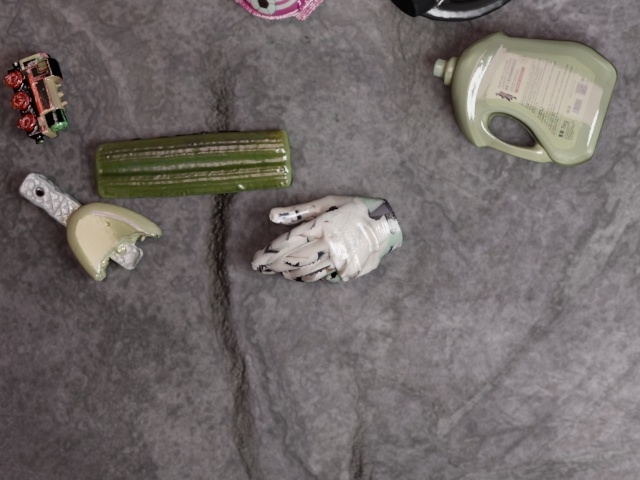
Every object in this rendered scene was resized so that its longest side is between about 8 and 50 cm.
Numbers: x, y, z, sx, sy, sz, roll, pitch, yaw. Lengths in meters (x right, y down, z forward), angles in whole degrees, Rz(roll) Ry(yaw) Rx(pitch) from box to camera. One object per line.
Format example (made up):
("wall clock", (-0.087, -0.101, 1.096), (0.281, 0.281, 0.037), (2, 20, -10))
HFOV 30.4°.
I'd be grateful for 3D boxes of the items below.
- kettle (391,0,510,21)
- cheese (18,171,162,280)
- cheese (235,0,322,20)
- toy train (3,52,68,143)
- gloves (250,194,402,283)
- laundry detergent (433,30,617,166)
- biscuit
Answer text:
("kettle", (0.193, -0.464, 1.674), (0.271, 0.207, 0.250), (-39, 73, -1))
("cheese", (-0.368, -0.031, 1.833), (0.235, 0.050, 0.127), (36, 97, 9))
("cheese", (-0.090, -0.435, 1.795), (0.155, 0.062, 0.244), (-43, 79, 8))
("toy train", (-0.443, -0.224, 1.861), (0.087, 0.050, 0.137), (-19, 83, 7))
("gloves", (0.004, 0.004, 1.720), (0.212, 0.111, 0.127), (-22, 112, -14))
("laundry detergent", (0.284, -0.212, 1.691), (0.253, 0.091, 0.181), (17, 96, 12))
("biscuit", (-0.202, -0.118, 1.813), (0.323, 0.038, 0.099), (-2, 89, 11))
